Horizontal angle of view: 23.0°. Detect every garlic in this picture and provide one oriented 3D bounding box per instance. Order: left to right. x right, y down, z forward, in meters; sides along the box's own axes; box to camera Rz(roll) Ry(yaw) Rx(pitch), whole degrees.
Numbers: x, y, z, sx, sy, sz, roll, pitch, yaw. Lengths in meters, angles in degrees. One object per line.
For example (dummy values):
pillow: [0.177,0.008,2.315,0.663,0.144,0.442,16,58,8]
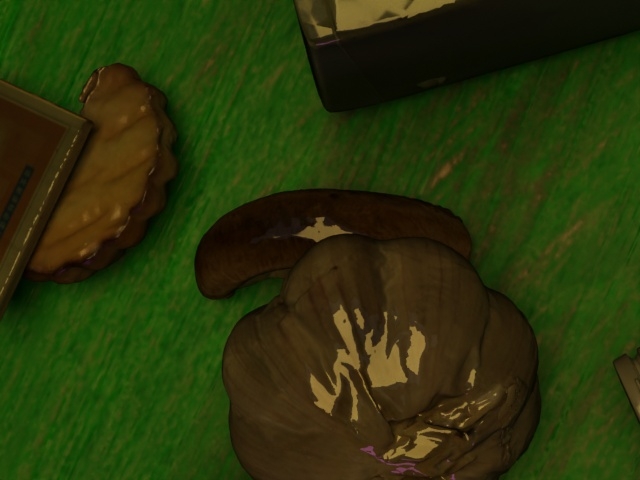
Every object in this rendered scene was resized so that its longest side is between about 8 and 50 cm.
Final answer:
garlic: [0.046,0.107,1.070,0.227,0.152,0.228,-1,118,-1]

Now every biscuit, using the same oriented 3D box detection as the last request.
biscuit: [-0.168,-0.033,1.192,0.183,0.061,0.118,-49,61,4]

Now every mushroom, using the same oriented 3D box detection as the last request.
mushroom: [0.001,-0.002,1.148,0.209,0.094,0.072,-7,86,14]

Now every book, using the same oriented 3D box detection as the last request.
book: [-0.302,-0.058,1.212,0.241,0.018,0.170,24,89,27]

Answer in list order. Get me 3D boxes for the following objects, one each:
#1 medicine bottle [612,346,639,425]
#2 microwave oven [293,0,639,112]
medicine bottle: [0.303,0.081,1.071,0.191,0.107,0.107,-24,80,7]
microwave oven: [0.089,-0.323,1.083,0.333,0.247,0.394,-15,82,7]
